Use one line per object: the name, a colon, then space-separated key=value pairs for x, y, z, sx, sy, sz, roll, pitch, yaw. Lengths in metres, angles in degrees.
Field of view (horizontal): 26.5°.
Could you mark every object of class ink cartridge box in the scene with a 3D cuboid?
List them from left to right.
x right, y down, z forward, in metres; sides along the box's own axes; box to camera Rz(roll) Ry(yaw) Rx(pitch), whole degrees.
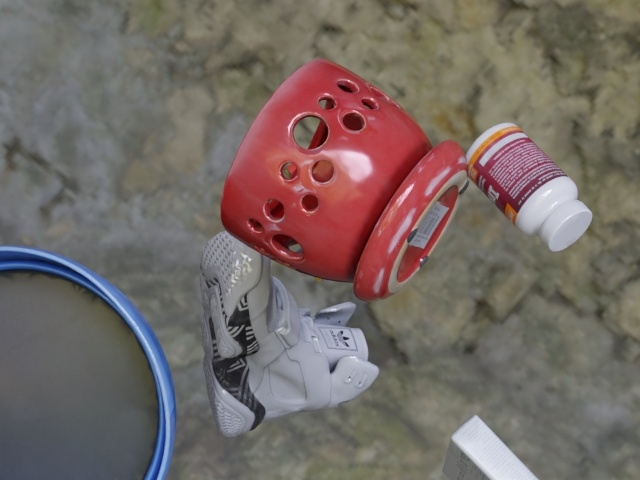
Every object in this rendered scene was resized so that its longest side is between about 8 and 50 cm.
ink cartridge box: x=0.231 y=0.312 z=1.543 sx=0.224 sy=0.045 sz=0.223 roll=48 pitch=-11 yaw=15

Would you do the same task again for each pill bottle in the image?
pill bottle: x=0.243 y=-0.061 z=1.591 sx=0.152 sy=0.086 sz=0.086 roll=50 pitch=6 yaw=30

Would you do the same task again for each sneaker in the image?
sneaker: x=-0.039 y=0.106 z=1.720 sx=0.366 sy=0.210 sz=0.137 roll=95 pitch=-19 yaw=-49

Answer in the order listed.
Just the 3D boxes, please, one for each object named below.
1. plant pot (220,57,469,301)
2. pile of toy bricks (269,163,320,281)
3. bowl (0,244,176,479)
plant pot: x=0.027 y=-0.046 z=1.260 sx=0.174 sy=0.191 sz=0.191 roll=34 pitch=-1 yaw=16
pile of toy bricks: x=0.000 y=0.000 z=1.674 sx=0.105 sy=0.118 sz=0.212 roll=46 pitch=-11 yaw=36
bowl: x=-0.349 y=0.198 z=1.565 sx=0.391 sy=0.391 sz=0.077 roll=41 pitch=11 yaw=6
